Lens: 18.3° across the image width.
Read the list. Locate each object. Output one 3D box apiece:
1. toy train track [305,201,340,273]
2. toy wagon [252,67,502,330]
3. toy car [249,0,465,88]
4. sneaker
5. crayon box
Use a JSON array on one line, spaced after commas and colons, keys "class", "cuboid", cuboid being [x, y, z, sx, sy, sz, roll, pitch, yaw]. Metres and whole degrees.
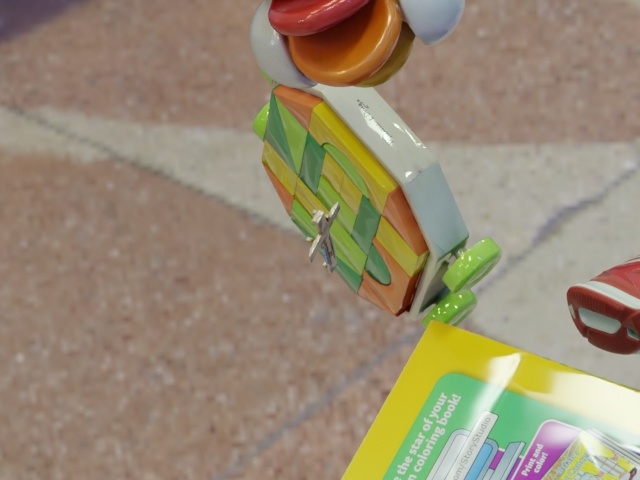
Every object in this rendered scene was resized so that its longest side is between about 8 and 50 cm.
[{"class": "toy train track", "cuboid": [0.000, 0.000, 1.429, 0.014, 0.083, 0.048, 21, 68, 18]}, {"class": "toy wagon", "cuboid": [0.037, -0.029, 1.789, 0.068, 0.344, 0.267, -36, 76, -18]}, {"class": "toy car", "cuboid": [0.002, -0.193, 1.404, 0.159, 0.182, 0.136, -19, 3, 22]}, {"class": "sneaker", "cuboid": [0.321, 0.055, 1.656, 0.128, 0.087, 0.221, -34, 39, -25]}, {"class": "crayon box", "cuboid": [0.149, 0.277, 1.613, 0.313, 0.106, 0.363, 18, 65, 32]}]
